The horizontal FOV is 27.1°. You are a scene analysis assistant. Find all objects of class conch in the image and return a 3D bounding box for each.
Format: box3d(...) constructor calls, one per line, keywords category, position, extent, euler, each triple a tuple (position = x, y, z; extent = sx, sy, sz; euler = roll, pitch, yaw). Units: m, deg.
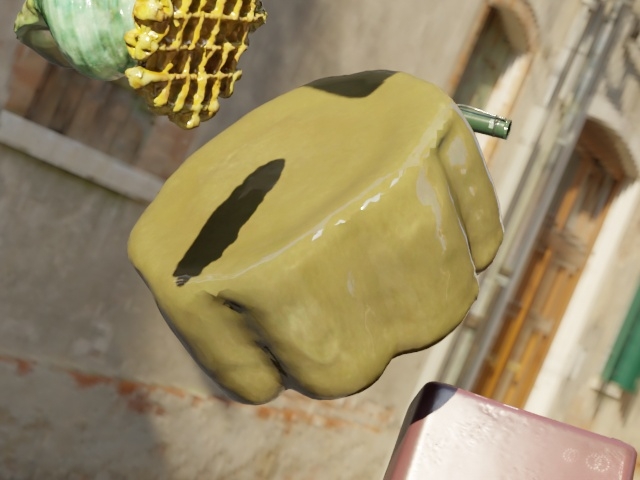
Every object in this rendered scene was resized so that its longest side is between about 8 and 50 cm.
box3d(category="conch", position=(-0.258, -0.245, 1.491), extent=(0.188, 0.122, 0.176), euler=(34, -26, 38))

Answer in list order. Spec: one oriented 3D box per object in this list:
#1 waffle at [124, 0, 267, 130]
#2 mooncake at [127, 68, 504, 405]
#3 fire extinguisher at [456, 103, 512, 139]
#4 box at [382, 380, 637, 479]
box3d(category="waffle", position=(-0.095, -0.182, 1.059), extent=(0.038, 0.191, 0.191), euler=(19, -3, 24))
box3d(category="mooncake", position=(0.000, 0.000, 1.376), extent=(0.378, 0.378, 0.201), euler=(22, -32, 58))
box3d(category="fire extinguisher", position=(0.181, -0.141, 1.553), extent=(0.083, 0.025, 0.038), euler=(15, -46, 16))
box3d(category="box", position=(0.199, 0.279, 1.462), extent=(0.294, 0.167, 0.193), euler=(18, -19, 1))
